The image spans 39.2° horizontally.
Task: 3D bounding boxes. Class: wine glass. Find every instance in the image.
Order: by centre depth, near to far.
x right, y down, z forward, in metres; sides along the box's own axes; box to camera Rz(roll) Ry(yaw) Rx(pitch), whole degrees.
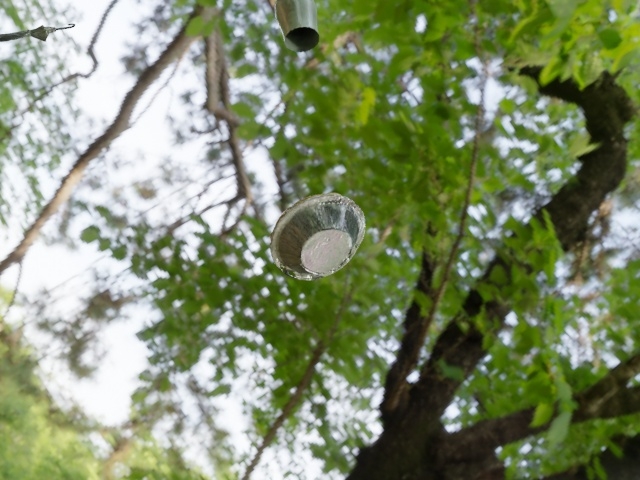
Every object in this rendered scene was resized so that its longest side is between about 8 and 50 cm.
[{"bbox_3d":[-0.056,-0.510,1.976,0.093,0.093,0.202,102,-20,-54],"label":"wine glass"}]

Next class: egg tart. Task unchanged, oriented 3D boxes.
[{"bbox_3d":[0.000,0.000,2.037,0.094,0.234,0.234,-121,-163,-50],"label":"egg tart"}]

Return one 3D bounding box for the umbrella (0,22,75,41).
[{"bbox_3d":[-0.752,-0.515,2.269,0.044,0.269,0.044,162,-87,-72],"label":"umbrella"}]
